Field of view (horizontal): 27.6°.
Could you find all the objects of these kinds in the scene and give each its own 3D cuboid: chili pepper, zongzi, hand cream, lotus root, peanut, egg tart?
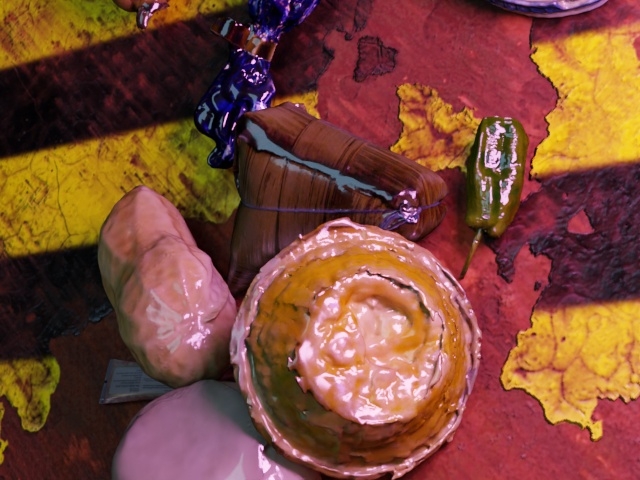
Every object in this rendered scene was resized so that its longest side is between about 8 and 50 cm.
[{"bbox_3d":[0.212,-0.057,1.592,0.072,0.073,0.204,5,77,22],"label":"chili pepper"},{"bbox_3d":[0.000,0.000,1.702,0.286,0.138,0.300,27,113,24],"label":"zongzi"},{"bbox_3d":[-0.234,0.200,1.826,0.210,0.043,0.067,-3,69,40],"label":"hand cream"},{"bbox_3d":[-0.281,-0.423,2.042,0.125,0.118,0.221,-58,46,46],"label":"lotus root"},{"bbox_3d":[-0.215,0.068,1.771,0.158,0.174,0.340,-34,40,-6],"label":"peanut"},{"bbox_3d":[0.048,0.123,1.511,0.315,0.120,0.315,2,80,-10],"label":"egg tart"}]

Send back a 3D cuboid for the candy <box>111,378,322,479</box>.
[{"bbox_3d":[-0.128,0.309,1.612,0.295,0.185,0.295,-16,59,28],"label":"candy"}]

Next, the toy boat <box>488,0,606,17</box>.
[{"bbox_3d":[0.252,-0.353,1.640,0.262,0.115,0.114,18,83,38],"label":"toy boat"}]

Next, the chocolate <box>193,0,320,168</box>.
[{"bbox_3d":[-0.095,-0.265,1.865,0.148,0.126,0.343,23,95,1],"label":"chocolate"}]
